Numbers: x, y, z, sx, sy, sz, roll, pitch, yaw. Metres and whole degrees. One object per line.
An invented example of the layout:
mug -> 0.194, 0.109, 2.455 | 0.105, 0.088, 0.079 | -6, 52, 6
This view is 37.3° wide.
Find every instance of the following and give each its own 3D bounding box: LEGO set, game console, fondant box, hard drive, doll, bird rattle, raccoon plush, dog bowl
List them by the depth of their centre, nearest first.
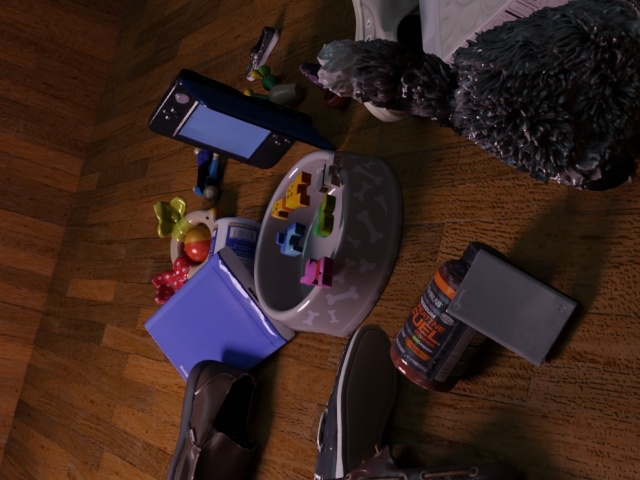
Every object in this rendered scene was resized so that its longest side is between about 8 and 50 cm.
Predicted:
raccoon plush -> 0.244, -0.242, 1.054 | 0.216, 0.446, 0.299 | -99, 23, -61
hard drive -> 0.237, 0.082, 1.180 | 0.094, 0.135, 0.022 | -63, -15, 16
fondant box -> 0.282, -0.409, 1.397 | 0.330, 0.096, 0.238 | -38, 43, 45
LEGO set -> -0.032, -0.032, 1.534 | 0.093, 0.087, 0.227 | -26, 52, 53
dog bowl -> 0.000, 0.000, 1.657 | 0.349, 0.102, 0.349 | -36, 45, 48
hard drive -> -0.204, 0.172, 1.849 | 0.210, 0.040, 0.318 | 52, 134, 3
game console -> -0.159, -0.202, 1.850 | 0.250, 0.293, 0.173 | -45, 38, 41
bird rattle -> -0.297, 0.020, 2.154 | 0.207, 0.143, 0.253 | -17, 62, 38
doll -> -0.272, -0.169, 2.289 | 0.129, 0.046, 0.189 | -51, 35, 36

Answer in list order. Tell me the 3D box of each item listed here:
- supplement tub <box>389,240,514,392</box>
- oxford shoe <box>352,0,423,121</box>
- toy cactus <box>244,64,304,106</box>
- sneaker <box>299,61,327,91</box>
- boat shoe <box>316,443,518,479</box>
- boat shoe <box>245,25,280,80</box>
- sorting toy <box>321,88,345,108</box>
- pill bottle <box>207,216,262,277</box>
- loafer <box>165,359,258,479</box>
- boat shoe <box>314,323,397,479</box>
supplement tub -> 0.181, 0.099, 1.274 | 0.198, 0.106, 0.106 | -61, 30, 19
oxford shoe -> 0.131, -0.407, 1.604 | 0.130, 0.169, 0.449 | -28, 52, 38
toy cactus -> -0.114, -0.292, 2.037 | 0.180, 0.112, 0.219 | -9, 42, 34
sneaker -> -0.001, -0.343, 1.922 | 0.057, 0.047, 0.119 | -51, 36, 8
boat shoe -> 0.103, 0.328, 1.238 | 0.342, 0.123, 0.123 | -11, 53, 42
boat shoe -> -0.145, -0.441, 2.224 | 0.142, 0.040, 0.049 | -56, 32, 26
sorting toy -> 0.039, -0.296, 1.829 | 0.061, 0.042, 0.102 | 24, 84, 46
pill bottle -> -0.174, 0.057, 1.921 | 0.112, 0.112, 0.187 | -21, 56, 55
loafer -> -0.191, 0.395, 1.735 | 0.130, 0.134, 0.366 | -11, 70, 38
boat shoe -> 0.043, 0.276, 1.412 | 0.091, 0.114, 0.302 | -13, 63, 52
